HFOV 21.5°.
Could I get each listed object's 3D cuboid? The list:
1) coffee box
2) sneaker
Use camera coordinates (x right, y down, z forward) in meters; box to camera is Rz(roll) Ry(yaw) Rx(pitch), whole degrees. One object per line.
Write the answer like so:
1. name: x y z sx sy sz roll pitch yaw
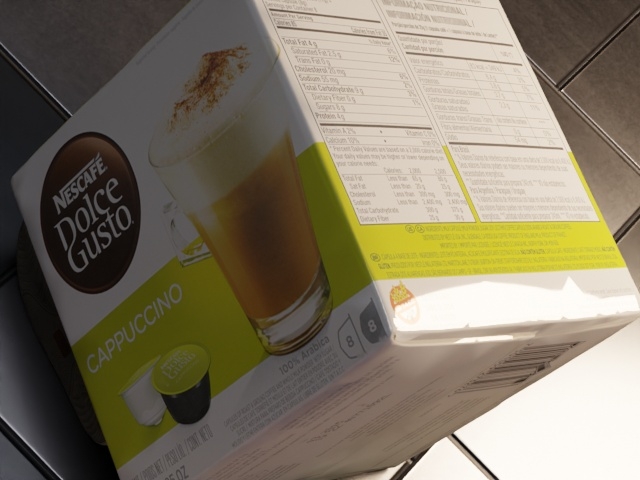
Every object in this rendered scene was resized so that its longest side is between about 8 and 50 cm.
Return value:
1. coffee box: 0.000 0.000 1.439 0.338 0.338 0.334 -2 63 -47
2. sneaker: -0.190 0.068 1.534 0.118 0.083 0.222 -18 81 -36
